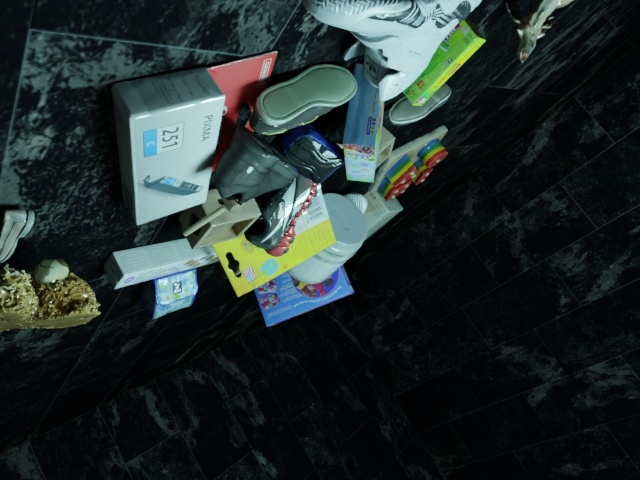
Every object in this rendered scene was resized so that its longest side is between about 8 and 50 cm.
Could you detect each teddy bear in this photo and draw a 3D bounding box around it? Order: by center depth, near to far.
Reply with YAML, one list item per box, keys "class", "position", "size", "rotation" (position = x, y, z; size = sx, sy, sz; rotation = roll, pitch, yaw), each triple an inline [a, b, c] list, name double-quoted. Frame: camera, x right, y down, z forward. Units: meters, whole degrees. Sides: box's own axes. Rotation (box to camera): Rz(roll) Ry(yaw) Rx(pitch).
- class: "teddy bear"
  position: [-0.526, 0.082, 0.689]
  size: [0.338, 0.113, 0.245]
  rotation: [-4, 163, -29]

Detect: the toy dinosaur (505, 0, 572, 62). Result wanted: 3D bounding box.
- class: "toy dinosaur"
  position: [0.503, -0.545, 0.945]
  size: [0.295, 0.127, 0.200]
  rotation: [-45, 175, -3]

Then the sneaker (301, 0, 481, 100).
- class: "sneaker"
  position: [0.091, -0.320, 0.702]
  size: [0.366, 0.137, 0.210]
  rotation: [-27, 164, -39]

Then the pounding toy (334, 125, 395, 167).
- class: "pounding toy"
  position: [0.109, -0.241, 1.195]
  size: [0.141, 0.100, 0.130]
  rotation: [-43, 169, -7]

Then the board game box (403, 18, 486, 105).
- class: "board game box"
  position: [0.241, -0.382, 0.947]
  size: [0.043, 0.092, 0.181]
  rotation: [-18, 160, -50]

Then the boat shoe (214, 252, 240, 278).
- class: "boat shoe"
  position: [-0.222, 0.023, 1.338]
  size: [0.095, 0.095, 0.257]
  rotation: [-28, 167, -50]

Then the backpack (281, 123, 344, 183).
- class: "backpack"
  position: [-0.027, -0.196, 0.980]
  size: [0.120, 0.101, 0.098]
  rotation: [27, 122, -38]

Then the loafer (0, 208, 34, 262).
- class: "loafer"
  position: [-0.483, -0.010, 0.688]
  size: [0.125, 0.045, 0.039]
  rotation: [-37, 148, 26]

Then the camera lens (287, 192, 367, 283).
- class: "camera lens"
  position: [0.000, 0.000, 1.499]
  size: [0.219, 0.219, 0.274]
  rotation: [-22, 163, -43]

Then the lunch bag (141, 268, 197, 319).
- class: "lunch bag"
  position: [-0.425, 0.138, 1.283]
  size: [0.129, 0.096, 0.151]
  rotation: [-18, 146, -42]

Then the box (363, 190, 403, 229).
- class: "box"
  position: [0.165, -0.078, 1.839]
  size: [0.311, 0.121, 0.148]
  rotation: [-40, 166, 30]

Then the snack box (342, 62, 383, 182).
- class: "snack box"
  position: [0.094, -0.238, 0.952]
  size: [0.070, 0.174, 0.207]
  rotation: [8, 170, 6]

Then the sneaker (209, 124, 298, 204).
- class: "sneaker"
  position: [-0.132, -0.130, 0.859]
  size: [0.130, 0.109, 0.286]
  rotation: [-48, 172, 8]

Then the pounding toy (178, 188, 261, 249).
- class: "pounding toy"
  position: [-0.225, -0.068, 0.954]
  size: [0.181, 0.094, 0.206]
  rotation: [-18, 167, -40]

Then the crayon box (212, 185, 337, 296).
- class: "crayon box"
  position: [-0.128, -0.014, 1.208]
  size: [0.319, 0.081, 0.202]
  rotation: [-29, 125, -17]

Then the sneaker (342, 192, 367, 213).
- class: "sneaker"
  position: [0.120, -0.123, 1.643]
  size: [0.161, 0.102, 0.282]
  rotation: [-30, 178, -29]

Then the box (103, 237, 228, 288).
- class: "box"
  position: [-0.362, 0.041, 1.116]
  size: [0.063, 0.067, 0.324]
  rotation: [-42, 166, 34]

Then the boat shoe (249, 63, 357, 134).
- class: "boat shoe"
  position: [-0.030, -0.252, 0.805]
  size: [0.228, 0.081, 0.069]
  rotation: [-30, -179, -34]

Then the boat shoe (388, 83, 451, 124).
- class: "boat shoe"
  position: [0.255, -0.342, 1.177]
  size: [0.206, 0.075, 0.065]
  rotation: [-33, 165, -22]

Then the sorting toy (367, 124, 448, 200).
- class: "sorting toy"
  position: [0.325, -0.261, 1.618]
  size: [0.257, 0.089, 0.255]
  rotation: [-29, 167, -18]

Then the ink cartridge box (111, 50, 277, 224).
- class: "ink cartridge box"
  position: [-0.198, -0.162, 0.756]
  size: [0.261, 0.066, 0.296]
  rotation: [-26, 165, -29]

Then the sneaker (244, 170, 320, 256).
- class: "sneaker"
  position: [-0.096, -0.095, 1.071]
  size: [0.135, 0.098, 0.276]
  rotation: [17, 104, -41]

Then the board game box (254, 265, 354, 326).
- class: "board game box"
  position: [-0.077, 0.155, 1.709]
  size: [0.347, 0.233, 0.078]
  rotation: [-23, 169, 10]
